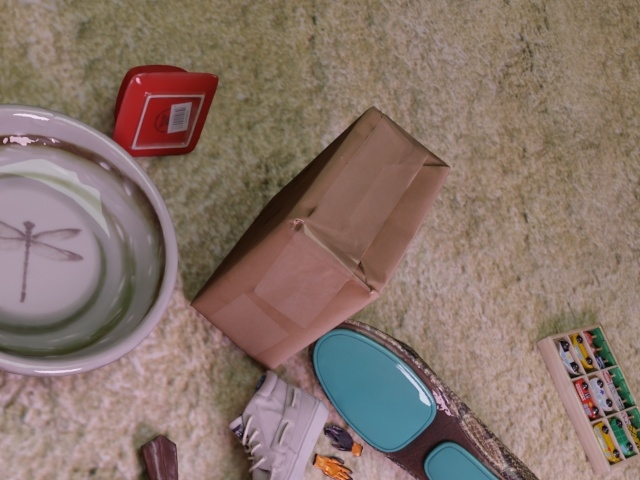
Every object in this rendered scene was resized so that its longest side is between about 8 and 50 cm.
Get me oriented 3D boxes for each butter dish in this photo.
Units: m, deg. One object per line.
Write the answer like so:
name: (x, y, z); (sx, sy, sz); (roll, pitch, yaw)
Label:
butter dish: (-0.265, -0.222, 1.532); (0.160, 0.160, 0.118); (-7, 45, -37)

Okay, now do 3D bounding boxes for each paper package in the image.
paper package: (0.000, 0.000, 1.448); (0.168, 0.325, 0.309); (41, 48, -8)

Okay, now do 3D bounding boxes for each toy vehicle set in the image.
toy vehicle set: (0.531, 0.297, 1.845); (0.166, 0.035, 0.267); (-9, 70, -39)

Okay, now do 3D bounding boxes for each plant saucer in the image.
plant saucer: (-0.395, 0.007, 1.316); (0.400, 0.100, 0.400); (17, 55, -26)

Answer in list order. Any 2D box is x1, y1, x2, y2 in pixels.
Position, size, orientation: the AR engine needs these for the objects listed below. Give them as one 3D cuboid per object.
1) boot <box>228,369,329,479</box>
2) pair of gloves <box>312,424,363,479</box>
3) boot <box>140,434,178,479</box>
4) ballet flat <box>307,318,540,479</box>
boot: (-0.085, 0.304, 1.379); (0.123, 0.095, 0.258); (34, 41, -7)
pair of gloves: (0.028, 0.329, 1.487); (0.074, 0.010, 0.083); (34, 49, -14)
boot: (-0.232, 0.318, 1.290); (0.106, 0.037, 0.114); (11, 61, -46)
ballet flat: (0.176, 0.292, 1.522); (0.483, 0.164, 0.182); (44, 22, 0)
